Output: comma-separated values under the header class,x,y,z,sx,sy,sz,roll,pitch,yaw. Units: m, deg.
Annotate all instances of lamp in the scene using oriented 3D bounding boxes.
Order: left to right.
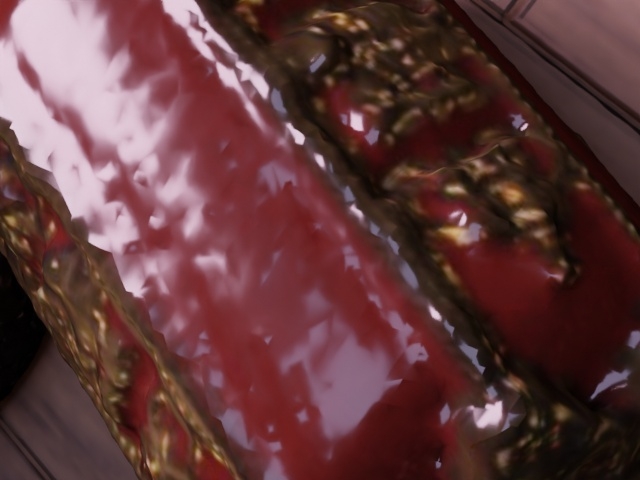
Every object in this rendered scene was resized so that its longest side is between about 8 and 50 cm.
class,x,y,z,sx,sy,sz,roll,pitch,yaw
lamp,0.000,0.000,0.430,0.177,0.177,0.274,-46,65,15

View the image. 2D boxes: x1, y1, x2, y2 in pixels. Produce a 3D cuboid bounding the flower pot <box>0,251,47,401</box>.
class,x,y,z,sx,sy,sz,roll,pitch,yaw
flower pot,-0.264,-0.037,0.515,0.267,0.267,0.266,-4,81,27
